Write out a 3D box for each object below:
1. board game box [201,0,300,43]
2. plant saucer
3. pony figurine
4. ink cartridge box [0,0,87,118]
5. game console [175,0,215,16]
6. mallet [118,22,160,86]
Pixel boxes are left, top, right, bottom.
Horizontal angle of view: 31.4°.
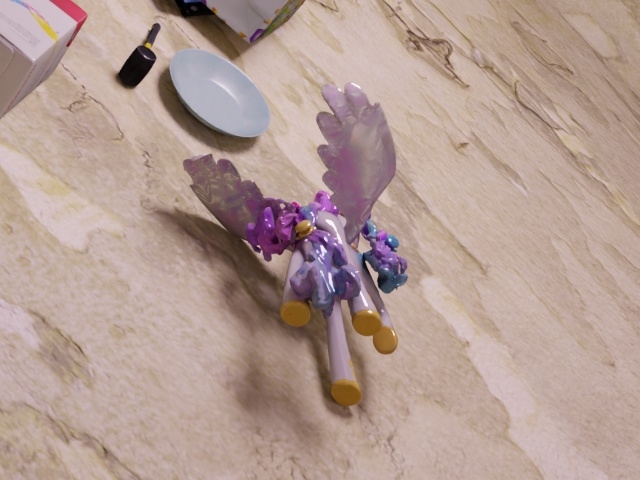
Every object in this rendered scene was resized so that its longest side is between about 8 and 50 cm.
[{"bbox_3d":[-0.101,-0.478,2.087,0.144,0.142,0.275,42,24,-3],"label":"board game box"},{"bbox_3d":[-0.172,-0.234,1.880,0.195,0.037,0.195,27,37,-23],"label":"plant saucer"},{"bbox_3d":[0.000,0.000,1.643,0.363,0.303,0.351,-97,163,-48],"label":"pony figurine"},{"bbox_3d":[-0.432,-0.274,1.570,0.127,0.128,0.176,38,34,-9],"label":"ink cartridge box"},{"bbox_3d":[-0.240,-0.464,2.024,0.107,0.071,0.122,-11,60,-32],"label":"game console"},{"bbox_3d":[-0.287,-0.304,1.847,0.039,0.062,0.189,34,20,-16],"label":"mallet"}]
